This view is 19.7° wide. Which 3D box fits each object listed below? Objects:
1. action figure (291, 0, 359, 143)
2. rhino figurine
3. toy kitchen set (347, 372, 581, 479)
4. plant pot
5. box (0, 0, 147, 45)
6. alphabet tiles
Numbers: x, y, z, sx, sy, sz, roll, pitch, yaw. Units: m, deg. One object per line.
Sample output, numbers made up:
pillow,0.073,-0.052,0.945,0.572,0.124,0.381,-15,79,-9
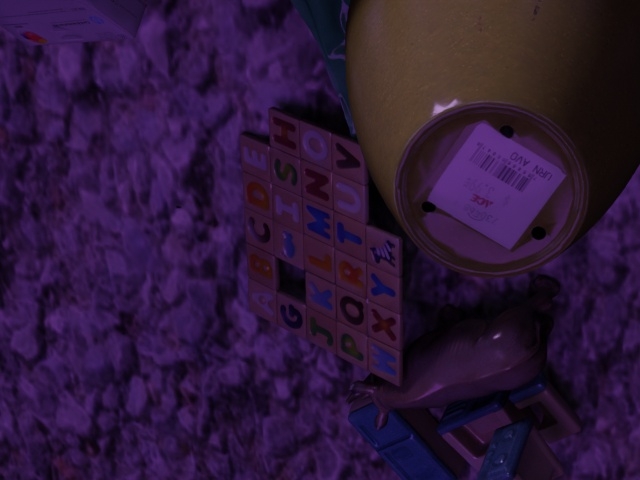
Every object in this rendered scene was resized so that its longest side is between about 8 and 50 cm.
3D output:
action figure,0.060,-0.134,1.591,0.137,0.063,0.232,-4,119,24
rhino figurine,0.116,0.115,1.721,0.243,0.106,0.073,-22,113,34
toy kitchen set,0.121,0.201,1.742,0.207,0.166,0.122,-29,110,36
plant pot,0.136,-0.099,1.395,0.275,0.293,0.274,4,116,7
box,-0.262,-0.228,1.570,0.145,0.038,0.186,2,156,42
alphabet tiles,0.000,0.000,1.690,0.198,0.009,0.237,25,130,37
